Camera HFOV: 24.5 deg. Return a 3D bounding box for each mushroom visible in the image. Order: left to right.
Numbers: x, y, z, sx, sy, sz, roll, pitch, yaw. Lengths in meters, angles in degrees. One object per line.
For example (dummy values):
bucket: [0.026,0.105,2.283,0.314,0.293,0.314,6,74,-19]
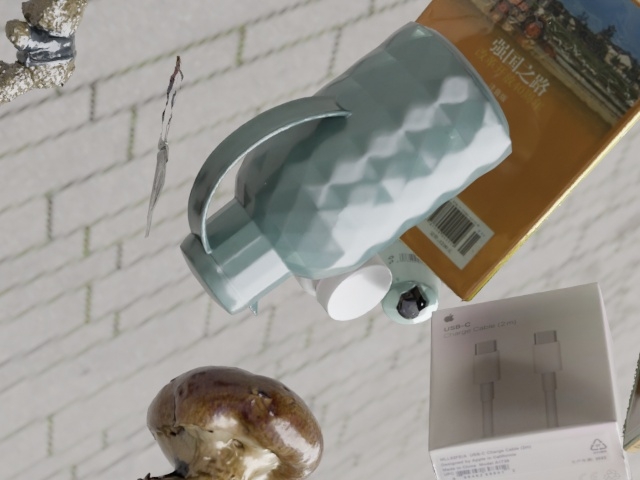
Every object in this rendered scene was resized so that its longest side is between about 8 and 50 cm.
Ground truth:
mushroom: [-0.134,0.298,2.099,0.254,0.267,0.267,-61,153,-1]

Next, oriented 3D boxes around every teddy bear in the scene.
teddy bear: [-0.452,-0.305,2.373,0.251,0.129,0.182,-53,-173,18]

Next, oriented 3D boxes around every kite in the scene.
kite: [-0.208,-0.121,1.950,0.015,0.141,0.245,9,101,-13]

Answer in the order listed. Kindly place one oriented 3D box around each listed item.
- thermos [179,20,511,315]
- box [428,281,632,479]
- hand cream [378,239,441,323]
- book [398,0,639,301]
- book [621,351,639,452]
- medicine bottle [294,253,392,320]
thermos: [0.008,-0.057,1.240,0.286,0.145,0.182,-37,140,-6]
box: [0.229,0.172,1.643,0.203,0.251,0.106,-11,122,13]
hand cream: [0.112,-0.010,1.908,0.109,0.320,0.067,8,126,-4]
book: [0.191,-0.152,1.632,0.374,0.262,0.028,-49,163,17]
book: [0.262,0.042,1.015,0.241,0.018,0.170,105,2,-70]
medicine bottle: [0.000,0.000,1.748,0.103,0.186,0.103,-23,142,-19]
